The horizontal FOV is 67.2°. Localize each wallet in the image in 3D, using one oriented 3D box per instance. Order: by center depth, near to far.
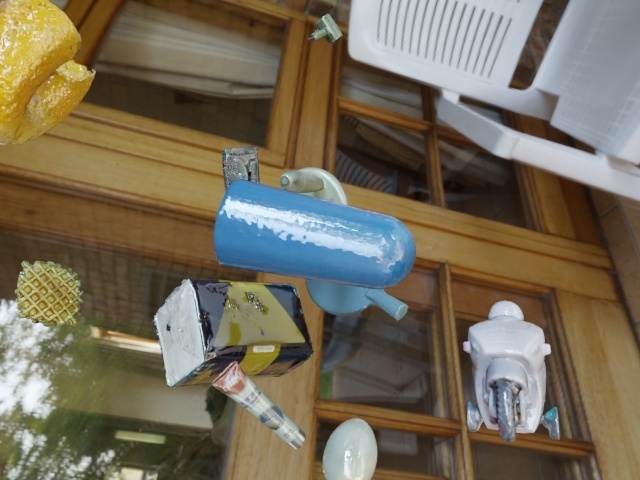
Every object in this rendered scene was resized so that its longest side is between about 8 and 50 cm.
[{"bbox_3d":[-0.183,-0.153,1.127,0.026,0.088,0.129,28,124,58],"label":"wallet"}]

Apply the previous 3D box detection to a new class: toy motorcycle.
[{"bbox_3d":[0.241,0.162,0.614,0.260,0.110,0.171,33,-121,-62],"label":"toy motorcycle"}]

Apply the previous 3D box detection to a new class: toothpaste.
[{"bbox_3d":[-0.114,0.330,0.951,0.062,0.239,0.039,-43,22,-8],"label":"toothpaste"}]

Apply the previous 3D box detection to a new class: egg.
[{"bbox_3d":[0.087,0.608,1.371,0.151,0.151,0.209,116,178,-50],"label":"egg"}]

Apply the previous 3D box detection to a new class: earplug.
[{"bbox_3d":[0.000,0.000,0.691,0.132,0.272,0.133,11,-90,-79],"label":"earplug"}]

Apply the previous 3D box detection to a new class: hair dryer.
[{"bbox_3d":[0.002,-0.557,1.295,0.047,0.071,0.150,-28,15,40],"label":"hair dryer"}]

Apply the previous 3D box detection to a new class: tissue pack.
[{"bbox_3d":[-0.261,0.281,1.474,0.253,0.416,0.264,-41,56,34],"label":"tissue pack"}]

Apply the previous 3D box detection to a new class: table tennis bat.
[{"bbox_3d":[0.089,0.107,1.247,0.329,0.044,0.215,31,84,40],"label":"table tennis bat"}]

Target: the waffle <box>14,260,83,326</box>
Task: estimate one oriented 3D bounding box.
[{"bbox_3d":[-0.864,0.170,1.540,0.054,0.207,0.214,-22,64,37],"label":"waffle"}]

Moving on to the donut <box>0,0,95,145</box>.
[{"bbox_3d":[-0.772,-0.409,1.270,0.378,0.163,0.435,-58,14,-9],"label":"donut"}]

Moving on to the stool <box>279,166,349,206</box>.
[{"bbox_3d":[-0.058,-0.057,1.090,0.198,0.195,0.195,-28,-78,-58],"label":"stool"}]
